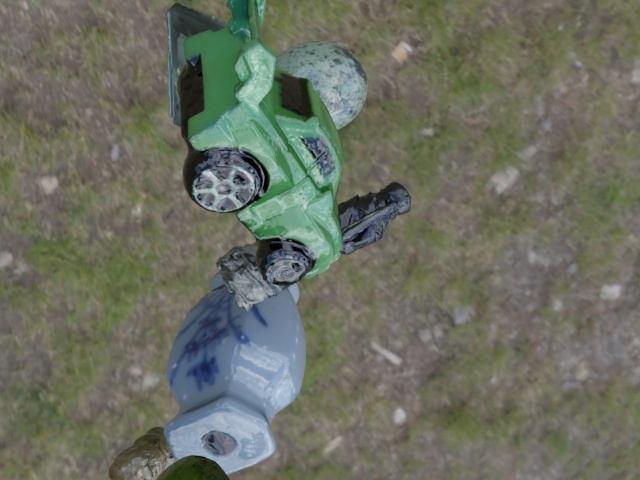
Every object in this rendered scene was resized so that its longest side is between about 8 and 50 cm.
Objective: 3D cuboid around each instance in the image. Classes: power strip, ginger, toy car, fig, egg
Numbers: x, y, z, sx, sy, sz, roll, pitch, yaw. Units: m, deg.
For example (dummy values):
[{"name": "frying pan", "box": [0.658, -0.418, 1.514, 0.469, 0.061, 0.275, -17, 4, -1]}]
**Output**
[{"name": "power strip", "box": [-0.185, -0.242, 1.642, 0.064, 0.198, 0.213, -24, 127, -38]}, {"name": "ginger", "box": [-0.307, 0.386, 1.904, 0.104, 0.204, 0.080, -16, 91, 12]}, {"name": "toy car", "box": [-0.062, -0.117, 1.283, 0.176, 0.213, 0.359, -25, 132, 15]}, {"name": "fig", "box": [-0.193, 0.372, 1.467, 0.156, 0.123, 0.123, -29, 131, -41]}, {"name": "egg", "box": [-0.017, -0.216, 1.520, 0.172, 0.132, 0.132, -13, 122, -10]}]

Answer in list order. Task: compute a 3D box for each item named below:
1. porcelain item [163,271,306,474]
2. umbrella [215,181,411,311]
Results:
[{"name": "porcelain item", "box": [-0.147, 0.208, 1.900, 0.242, 0.405, 0.178, -27, 122, 26]}, {"name": "umbrella", "box": [-0.002, -0.005, 1.752, 0.357, 0.106, 0.113, -27, 82, -17]}]
